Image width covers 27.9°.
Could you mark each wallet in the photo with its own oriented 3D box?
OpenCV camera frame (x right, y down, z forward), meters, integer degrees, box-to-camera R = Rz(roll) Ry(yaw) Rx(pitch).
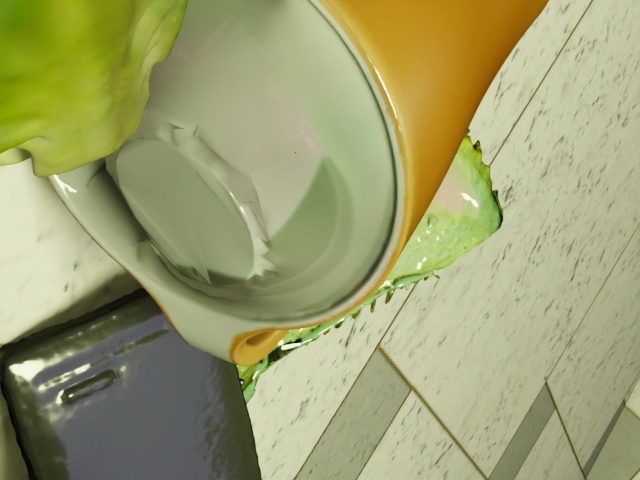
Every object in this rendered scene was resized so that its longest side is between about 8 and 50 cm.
[{"bbox_3d":[-0.082,0.143,0.675,0.124,0.025,0.244,-25,115,-30],"label":"wallet"}]

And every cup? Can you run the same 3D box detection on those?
[{"bbox_3d":[0.002,-0.075,0.581,0.264,0.182,0.226,-46,150,-45],"label":"cup"}]

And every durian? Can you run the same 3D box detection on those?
[{"bbox_3d":[-0.006,-0.004,0.738,0.221,0.095,0.137,-35,112,-25],"label":"durian"}]

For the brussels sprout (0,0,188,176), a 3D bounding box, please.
[{"bbox_3d":[-0.105,-0.103,0.371,0.161,0.144,0.180,-89,176,-57],"label":"brussels sprout"}]
